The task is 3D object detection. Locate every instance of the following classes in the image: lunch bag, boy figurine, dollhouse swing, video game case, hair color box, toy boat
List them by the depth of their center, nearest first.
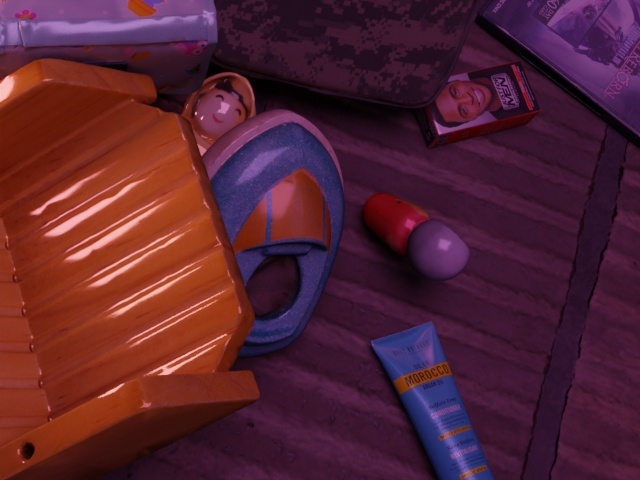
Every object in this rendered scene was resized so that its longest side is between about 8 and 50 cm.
[{"bbox_3d":[-0.286,0.013,0.865,0.315,0.305,0.346,-28,65,17],"label":"dollhouse swing"},{"bbox_3d":[-0.230,-0.227,1.062,0.223,0.262,0.160,-4,114,-16],"label":"lunch bag"},{"bbox_3d":[0.000,0.000,1.070,0.318,0.267,0.148,-5,27,-34],"label":"toy boat"},{"bbox_3d":[-0.158,-0.065,1.120,0.177,0.092,0.285,41,70,5],"label":"boy figurine"},{"bbox_3d":[0.010,-0.318,1.190,0.305,0.212,0.256,8,40,-12],"label":"lunch bag"},{"bbox_3d":[0.186,-0.165,1.264,0.141,0.043,0.072,-16,77,-18],"label":"hair color box"},{"bbox_3d":[0.359,-0.268,1.354,0.274,0.026,0.196,37,67,2],"label":"video game case"}]

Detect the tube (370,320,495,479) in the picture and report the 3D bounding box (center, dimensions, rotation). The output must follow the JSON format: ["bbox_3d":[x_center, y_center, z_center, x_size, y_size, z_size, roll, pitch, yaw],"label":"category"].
[{"bbox_3d":[0.128,0.191,1.128,0.080,0.052,0.207,-13,69,-29],"label":"tube"}]
